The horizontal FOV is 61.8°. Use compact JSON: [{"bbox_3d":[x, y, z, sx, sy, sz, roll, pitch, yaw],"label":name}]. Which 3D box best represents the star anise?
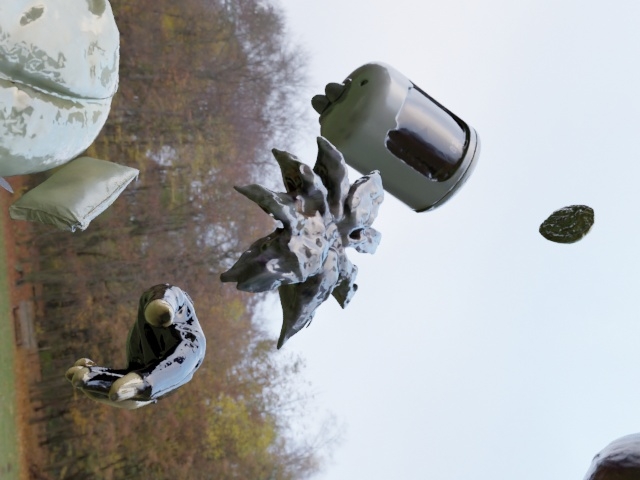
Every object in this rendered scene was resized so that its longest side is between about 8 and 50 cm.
[{"bbox_3d":[0.000,0.000,0.477,0.061,0.204,0.181,11,-73,41],"label":"star anise"}]

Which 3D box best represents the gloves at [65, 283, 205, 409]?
[{"bbox_3d":[-0.250,0.157,0.781,0.197,0.152,0.301,-63,175,10],"label":"gloves"}]

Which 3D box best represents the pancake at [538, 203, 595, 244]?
[{"bbox_3d":[0.471,-0.032,1.017,0.017,0.108,0.108,55,-12,-32],"label":"pancake"}]

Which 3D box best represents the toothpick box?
[{"bbox_3d":[0.131,-0.213,1.066,0.229,0.316,0.229,-47,-156,29],"label":"toothpick box"}]

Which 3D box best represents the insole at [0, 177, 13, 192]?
[{"bbox_3d":[-0.538,-0.117,0.855,0.045,0.002,0.135,50,-9,24],"label":"insole"}]

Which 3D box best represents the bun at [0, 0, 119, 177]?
[{"bbox_3d":[-0.371,-0.253,0.573,0.219,0.365,0.366,-32,-116,29],"label":"bun"}]

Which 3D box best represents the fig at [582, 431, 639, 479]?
[{"bbox_3d":[0.411,0.351,0.643,0.214,0.234,0.235,-33,-114,55],"label":"fig"}]

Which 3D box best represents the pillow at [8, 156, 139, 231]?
[{"bbox_3d":[-0.404,-0.082,0.894,0.208,0.119,0.053,-69,177,-55],"label":"pillow"}]
